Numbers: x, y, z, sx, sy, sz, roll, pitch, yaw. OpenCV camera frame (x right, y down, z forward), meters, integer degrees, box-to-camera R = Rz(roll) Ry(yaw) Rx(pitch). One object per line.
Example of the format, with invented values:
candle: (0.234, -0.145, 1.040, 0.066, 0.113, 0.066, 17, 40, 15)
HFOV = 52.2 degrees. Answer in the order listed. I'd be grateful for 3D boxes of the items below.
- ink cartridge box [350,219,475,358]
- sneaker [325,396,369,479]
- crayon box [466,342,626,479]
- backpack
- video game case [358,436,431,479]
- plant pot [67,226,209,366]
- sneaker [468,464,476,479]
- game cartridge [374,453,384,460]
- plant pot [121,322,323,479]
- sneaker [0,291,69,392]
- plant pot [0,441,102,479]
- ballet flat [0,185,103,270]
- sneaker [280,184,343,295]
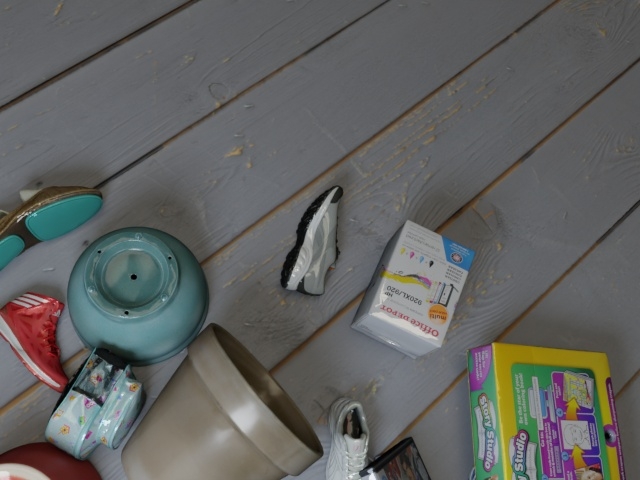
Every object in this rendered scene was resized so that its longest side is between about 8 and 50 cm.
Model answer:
ink cartridge box: (0.200, 0.112, 1.427, 0.171, 0.168, 0.232, 26, 69, -1)
sneaker: (0.060, 0.431, 1.317, 0.090, 0.115, 0.232, -3, 71, -11)
crayon box: (0.475, 0.412, 1.374, 0.313, 0.106, 0.363, 8, 69, -21)
backpack: (-0.424, 0.322, 1.240, 0.144, 0.166, 0.188, 34, 63, 5)
video game case: (0.180, 0.522, 1.241, 0.035, 0.275, 0.248, -29, 75, 18)
plant pot: (-0.371, 0.093, 1.317, 0.293, 0.196, 0.293, 3, 70, -9)
sneaker: (0.329, 0.539, 1.358, 0.053, 0.059, 0.144, 16, 70, -7)
game cartridge: (0.144, 0.489, 1.367, 0.056, 0.017, 0.083, -14, 74, -11)
plant pot: (-0.200, 0.366, 1.219, 0.280, 0.323, 0.323, -42, 82, -3)
sneaker: (-0.549, 0.191, 1.311, 0.221, 0.087, 0.128, 45, 71, 6)
plant pot: (-0.517, 0.486, 1.127, 0.275, 0.243, 0.275, 3, 70, -10)
ballet flat: (-0.633, -0.034, 1.375, 0.342, 0.116, 0.124, -38, 62, -16)
sneaker: (0.000, 0.000, 1.479, 0.108, 0.100, 0.271, 26, 71, -16)
